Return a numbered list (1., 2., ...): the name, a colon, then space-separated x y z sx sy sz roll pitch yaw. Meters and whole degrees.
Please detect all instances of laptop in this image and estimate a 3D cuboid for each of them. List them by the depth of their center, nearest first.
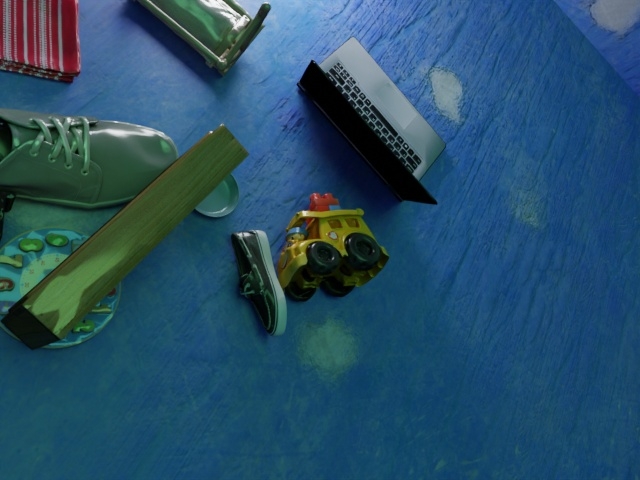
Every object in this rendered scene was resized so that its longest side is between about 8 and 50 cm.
1. laptop: 0.158 -0.298 1.404 0.382 0.236 0.408 48 54 -9

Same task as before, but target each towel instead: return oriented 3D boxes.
1. towel: -0.576 -0.398 1.096 0.275 0.031 0.199 4 69 -31

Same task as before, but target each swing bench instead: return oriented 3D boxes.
1. swing bench: -0.250 -0.475 1.231 0.253 0.255 0.165 38 93 -14

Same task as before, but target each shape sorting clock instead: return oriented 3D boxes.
1. shape sorting clock: -0.433 0.074 1.001 0.206 0.040 0.206 12 65 -29

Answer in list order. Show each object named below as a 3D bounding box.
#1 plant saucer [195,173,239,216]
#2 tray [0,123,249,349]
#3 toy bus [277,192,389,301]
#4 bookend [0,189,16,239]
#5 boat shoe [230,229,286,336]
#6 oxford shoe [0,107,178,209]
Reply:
1. plant saucer: -0.220 -0.099 1.217 0.119 0.021 0.119 12 65 -28
2. tray: -0.302 -0.011 0.960 0.076 0.203 0.411 49 56 -15
3. toy bus: 0.000 0.000 1.257 0.220 0.149 0.211 -6 62 -32
4. bookend: -0.559 -0.003 0.928 0.157 0.072 0.156 6 70 -32
5. boat shoe: -0.125 0.084 1.179 0.070 0.078 0.219 -4 66 -35
6. oxford shoe: -0.446 -0.148 1.025 0.449 0.130 0.169 -1 70 -35
